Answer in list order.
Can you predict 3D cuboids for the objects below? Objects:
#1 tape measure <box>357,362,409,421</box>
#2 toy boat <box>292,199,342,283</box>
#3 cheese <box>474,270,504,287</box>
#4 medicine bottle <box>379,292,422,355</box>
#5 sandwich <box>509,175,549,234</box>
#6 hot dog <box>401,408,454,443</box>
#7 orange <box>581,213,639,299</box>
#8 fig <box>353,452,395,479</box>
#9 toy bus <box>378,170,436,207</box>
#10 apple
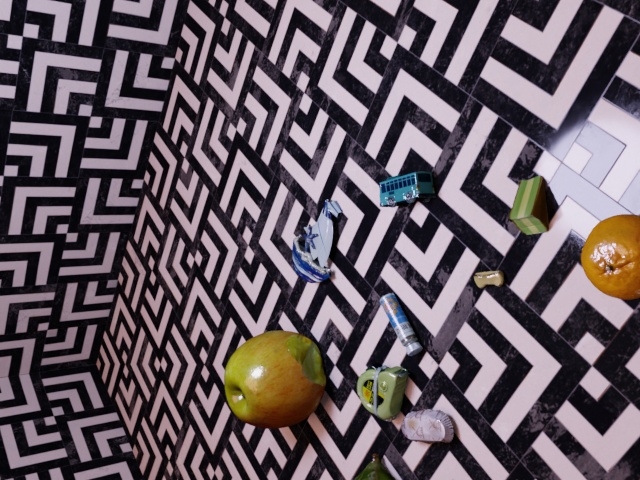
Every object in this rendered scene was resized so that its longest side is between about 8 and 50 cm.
[{"bbox_3d":[0.184,0.447,2.034,0.154,0.088,0.177,21,110,38],"label":"tape measure"},{"bbox_3d":[-0.021,-0.001,2.301,0.210,0.070,0.291,15,100,46],"label":"toy boat"},{"bbox_3d":[0.432,0.101,1.741,0.083,0.030,0.044,-9,106,48],"label":"cheese"},{"bbox_3d":[0.234,0.244,1.989,0.051,0.051,0.191,-52,54,40],"label":"medicine bottle"},{"bbox_3d":[0.515,-0.084,1.642,0.074,0.074,0.116,-10,51,53],"label":"sandwich"},{"bbox_3d":[0.299,0.526,1.919,0.192,0.053,0.099,-26,70,53],"label":"hot dog"},{"bbox_3d":[0.624,0.033,1.392,0.178,0.155,0.177,-18,65,46],"label":"orange"},{"bbox_3d":[0.170,0.763,2.026,0.195,0.195,0.244,-48,19,42],"label":"fig"},{"bbox_3d":[0.242,-0.144,1.935,0.160,0.079,0.091,-13,82,51],"label":"toy bus"},{"bbox_3d":[-0.158,0.473,2.309,0.340,0.340,0.339,4,95,52],"label":"apple"}]
